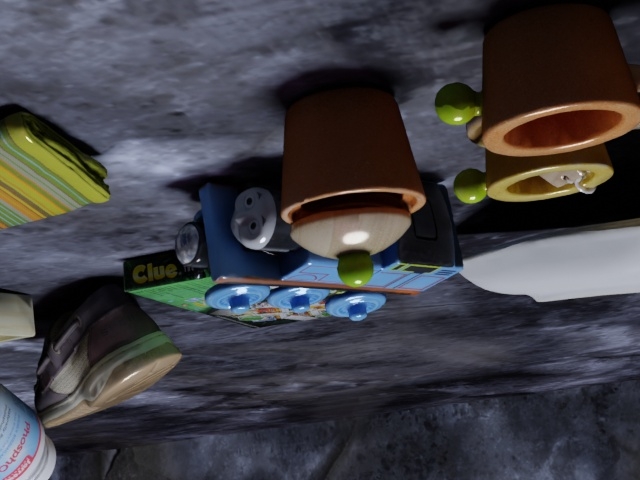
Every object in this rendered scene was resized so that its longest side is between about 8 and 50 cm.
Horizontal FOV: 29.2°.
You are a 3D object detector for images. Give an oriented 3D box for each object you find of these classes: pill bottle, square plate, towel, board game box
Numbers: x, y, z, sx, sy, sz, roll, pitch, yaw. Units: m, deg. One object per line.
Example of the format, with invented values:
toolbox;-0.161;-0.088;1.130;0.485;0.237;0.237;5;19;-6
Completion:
pill bottle;-0.297;0.168;1.075;0.087;0.087;0.160;-9;148;13
square plate;0.305;0.000;0.854;0.347;0.049;0.344;-7;176;-14
towel;-0.241;-0.019;0.660;0.237;0.021;0.102;-13;158;11
board game box;-0.046;0.039;1.035;0.136;0.030;0.260;-8;167;17

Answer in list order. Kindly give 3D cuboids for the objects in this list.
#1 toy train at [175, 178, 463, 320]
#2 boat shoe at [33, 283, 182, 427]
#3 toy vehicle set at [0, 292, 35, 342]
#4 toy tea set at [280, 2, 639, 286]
toy train;0.000;0.000;0.789;0.184;0.080;0.105;7;153;-38
boat shoe;-0.204;0.104;1.102;0.103;0.092;0.285;-21;174;-26
toy vehicle set;-0.363;0.065;0.933;0.166;0.035;0.267;-11;170;20
toy tea set;0.139;-0.033;0.590;0.336;0.124;0.200;-16;164;36
